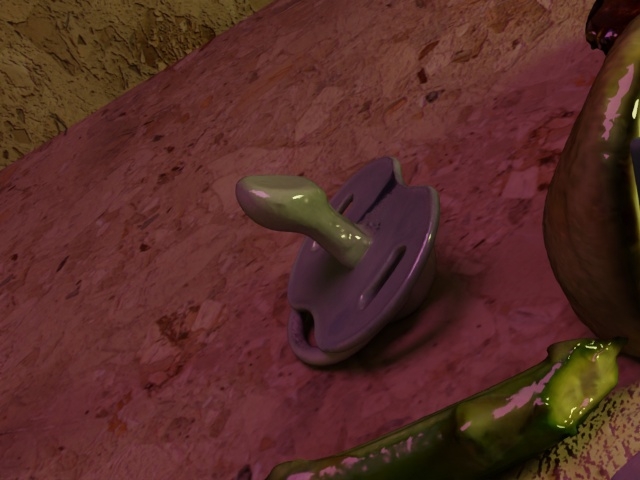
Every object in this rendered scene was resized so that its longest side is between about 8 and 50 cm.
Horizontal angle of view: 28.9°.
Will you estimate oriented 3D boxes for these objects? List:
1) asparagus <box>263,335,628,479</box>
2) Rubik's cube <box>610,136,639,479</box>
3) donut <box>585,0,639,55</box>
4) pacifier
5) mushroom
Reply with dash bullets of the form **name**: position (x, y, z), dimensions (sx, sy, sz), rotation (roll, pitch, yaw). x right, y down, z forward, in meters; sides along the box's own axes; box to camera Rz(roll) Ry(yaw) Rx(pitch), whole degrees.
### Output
- **asparagus**: position (0.092, 0.169, 0.983), dimensions (0.343, 0.082, 0.085), rotation (-25, 22, 16)
- **Rubik's cube**: position (0.330, 0.051, 0.537), dimensions (0.368, 0.358, 0.387), rotation (-44, 10, -3)
- **donut**: position (0.397, -0.249, 1.344), dimensions (0.216, 0.096, 0.230), rotation (-30, 24, 17)
- **pacifier**: position (0.000, 0.000, 1.269), dimensions (0.227, 0.207, 0.279), rotation (-52, 23, 5)
- **mushroom**: position (0.274, -0.081, 1.037), dimensions (0.292, 0.217, 0.212), rotation (-42, 21, -14)
